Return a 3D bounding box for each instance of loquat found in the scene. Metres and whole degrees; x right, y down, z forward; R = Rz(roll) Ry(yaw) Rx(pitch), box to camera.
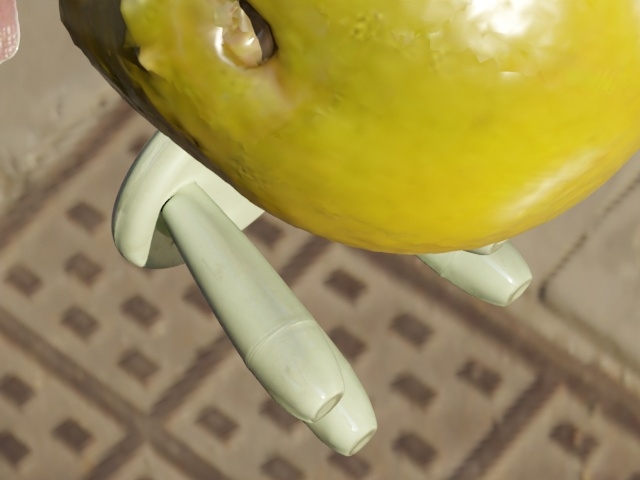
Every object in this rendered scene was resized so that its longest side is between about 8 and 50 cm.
[{"bbox_3d":[0.043,-0.095,0.655,0.246,0.213,0.213,8,52,-29],"label":"loquat"}]

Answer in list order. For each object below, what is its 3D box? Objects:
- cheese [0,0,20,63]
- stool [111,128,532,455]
[{"bbox_3d":[-0.306,-0.106,1.252,0.286,0.074,0.189,-17,69,27],"label":"cheese"},{"bbox_3d":[0.000,0.000,1.203,0.195,0.195,0.199,-43,71,-3],"label":"stool"}]
